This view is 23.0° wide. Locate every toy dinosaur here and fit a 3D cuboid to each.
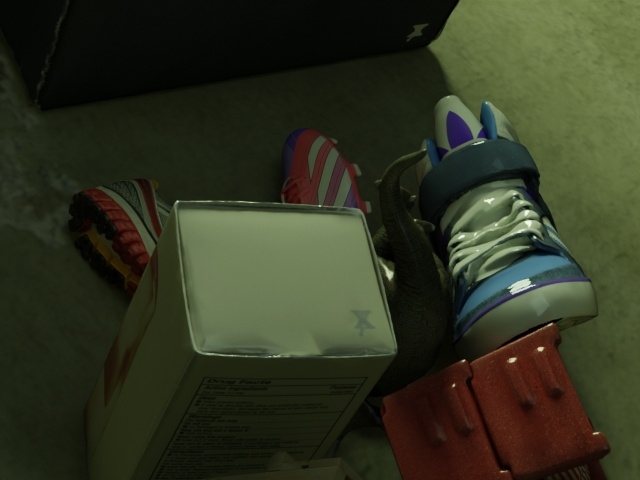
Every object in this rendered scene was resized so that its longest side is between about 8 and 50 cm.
[{"bbox_3d":[0.064,0.056,1.271,0.121,0.313,0.160,9,48,-21],"label":"toy dinosaur"}]

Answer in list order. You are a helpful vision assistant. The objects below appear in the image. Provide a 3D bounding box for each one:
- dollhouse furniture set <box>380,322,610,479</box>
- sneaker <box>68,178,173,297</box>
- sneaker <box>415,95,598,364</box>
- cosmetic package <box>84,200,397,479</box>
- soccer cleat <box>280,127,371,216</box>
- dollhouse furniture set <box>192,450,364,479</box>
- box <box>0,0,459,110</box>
[{"bbox_3d":[0.187,0.283,1.189,0.152,0.201,0.374,-22,59,5],"label":"dollhouse furniture set"},{"bbox_3d":[-0.117,0.027,1.356,0.093,0.088,0.225,-27,69,-38],"label":"sneaker"},{"bbox_3d":[0.139,-0.017,1.372,0.130,0.323,0.236,-26,84,10],"label":"sneaker"},{"bbox_3d":[-0.072,0.107,1.174,0.153,0.296,0.129,4,55,-23],"label":"cosmetic package"},{"bbox_3d":[0.000,0.000,1.439,0.095,0.083,0.248,-8,61,-24],"label":"soccer cleat"},{"bbox_3d":[0.004,0.372,1.101,0.355,0.174,0.303,48,47,-33],"label":"dollhouse furniture set"},{"bbox_3d":[-0.128,-0.424,1.567,0.480,0.297,0.471,-14,64,-32],"label":"box"}]
